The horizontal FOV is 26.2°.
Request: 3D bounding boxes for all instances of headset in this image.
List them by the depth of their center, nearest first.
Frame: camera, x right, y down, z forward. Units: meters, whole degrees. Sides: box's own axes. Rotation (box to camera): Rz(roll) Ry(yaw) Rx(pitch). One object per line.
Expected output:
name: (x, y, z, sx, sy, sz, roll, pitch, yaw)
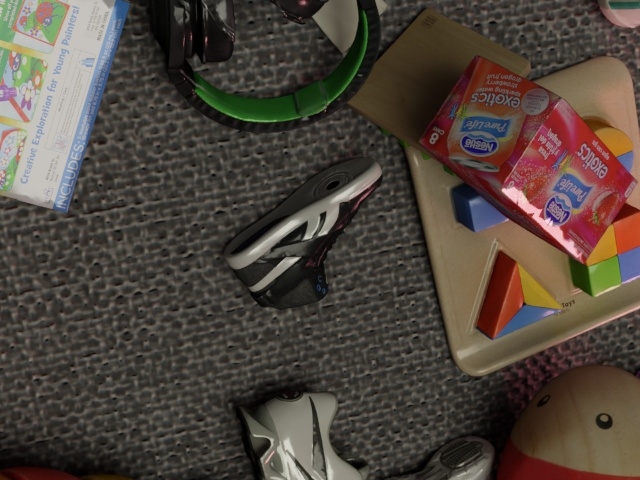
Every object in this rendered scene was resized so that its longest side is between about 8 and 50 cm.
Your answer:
headset: (-0.083, -0.264, 1.470, 0.243, 0.185, 0.394, -25, 128, 10)

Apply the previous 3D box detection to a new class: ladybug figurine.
ladybug figurine: (0.336, 0.385, 1.754, 0.162, 0.305, 0.449, -12, 103, -42)

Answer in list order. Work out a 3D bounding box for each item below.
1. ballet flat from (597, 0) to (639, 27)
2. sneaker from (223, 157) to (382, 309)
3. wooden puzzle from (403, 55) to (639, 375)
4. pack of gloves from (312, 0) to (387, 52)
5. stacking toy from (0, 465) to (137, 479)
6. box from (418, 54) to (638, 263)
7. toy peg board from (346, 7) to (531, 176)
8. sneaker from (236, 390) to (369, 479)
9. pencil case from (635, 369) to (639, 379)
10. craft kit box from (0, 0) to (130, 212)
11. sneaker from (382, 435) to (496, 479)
ballet flat: (0.534, -0.384, 1.736, 0.400, 0.139, 0.139, -32, 113, -11)
sneaker: (0.000, 0.000, 1.669, 0.217, 0.079, 0.121, -34, 117, -1)
wooden puzzle: (0.292, -0.025, 1.767, 0.322, 0.080, 0.348, -21, 111, -14)
pack of gloves: (0.017, -0.367, 1.598, 0.195, 0.046, 0.232, -47, 126, -3)
stacking toy: (-0.270, 0.386, 1.585, 0.480, 0.350, 0.350, -4, 106, -38)
box: (0.241, -0.087, 1.560, 0.122, 0.128, 0.257, -56, 143, 1)
toy peg board: (0.144, -0.169, 1.644, 0.160, 0.161, 0.079, -48, 150, -13)
sneaker: (0.003, 0.341, 1.725, 0.146, 0.122, 0.330, -16, 111, -14)
pencil case: (0.504, 0.262, 1.924, 0.088, 0.086, 0.206, -15, 116, 20)
craft kit box: (-0.360, -0.178, 1.488, 0.247, 0.061, 0.250, 15, 98, -27)
sneaker: (0.141, 0.359, 1.813, 0.232, 0.090, 0.115, -25, 115, -12)
